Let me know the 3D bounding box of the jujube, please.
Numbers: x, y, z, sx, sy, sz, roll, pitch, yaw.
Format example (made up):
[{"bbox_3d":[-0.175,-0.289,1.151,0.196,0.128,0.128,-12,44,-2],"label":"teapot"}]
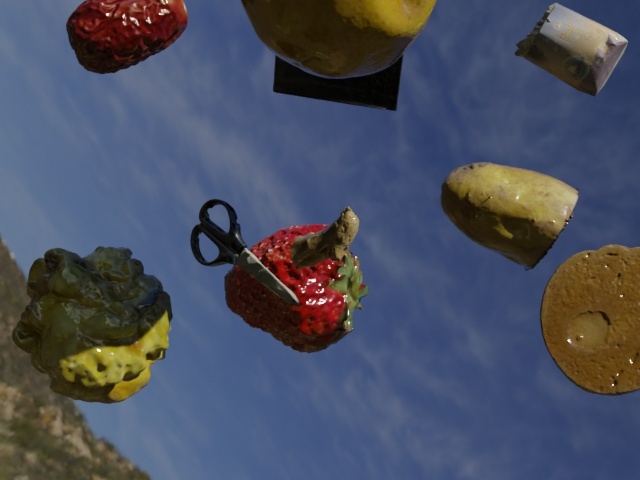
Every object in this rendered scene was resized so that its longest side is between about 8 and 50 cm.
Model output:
[{"bbox_3d":[-0.280,-0.313,1.346,0.109,0.176,0.112,-174,-120,-82],"label":"jujube"}]

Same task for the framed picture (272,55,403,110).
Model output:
[{"bbox_3d":[0.042,-0.430,1.780,0.014,0.255,0.339,-60,157,-63],"label":"framed picture"}]

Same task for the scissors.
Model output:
[{"bbox_3d":[-0.113,0.029,1.411,0.300,0.022,0.109,35,-74,44],"label":"scissors"}]

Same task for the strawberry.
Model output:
[{"bbox_3d":[-0.059,0.089,1.817,0.257,0.276,0.258,-2,90,-72],"label":"strawberry"}]

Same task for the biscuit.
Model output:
[{"bbox_3d":[0.394,0.110,1.270,0.049,0.180,0.208,44,48,-67],"label":"biscuit"}]

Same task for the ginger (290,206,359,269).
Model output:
[{"bbox_3d":[0.000,0.005,1.232,0.137,0.057,0.044,-28,-64,40],"label":"ginger"}]

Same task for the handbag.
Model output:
[{"bbox_3d":[0.438,-0.340,1.631,0.173,0.095,0.117,31,-72,10],"label":"handbag"}]

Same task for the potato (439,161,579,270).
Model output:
[{"bbox_3d":[0.387,-0.075,2.001,0.266,0.229,0.229,27,-34,4],"label":"potato"}]

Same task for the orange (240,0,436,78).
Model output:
[{"bbox_3d":[0.030,-0.348,1.193,0.235,0.279,0.279,8,-64,57],"label":"orange"}]

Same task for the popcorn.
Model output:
[{"bbox_3d":[-0.373,0.130,1.521,0.286,0.252,0.215,-110,-147,-49],"label":"popcorn"}]
